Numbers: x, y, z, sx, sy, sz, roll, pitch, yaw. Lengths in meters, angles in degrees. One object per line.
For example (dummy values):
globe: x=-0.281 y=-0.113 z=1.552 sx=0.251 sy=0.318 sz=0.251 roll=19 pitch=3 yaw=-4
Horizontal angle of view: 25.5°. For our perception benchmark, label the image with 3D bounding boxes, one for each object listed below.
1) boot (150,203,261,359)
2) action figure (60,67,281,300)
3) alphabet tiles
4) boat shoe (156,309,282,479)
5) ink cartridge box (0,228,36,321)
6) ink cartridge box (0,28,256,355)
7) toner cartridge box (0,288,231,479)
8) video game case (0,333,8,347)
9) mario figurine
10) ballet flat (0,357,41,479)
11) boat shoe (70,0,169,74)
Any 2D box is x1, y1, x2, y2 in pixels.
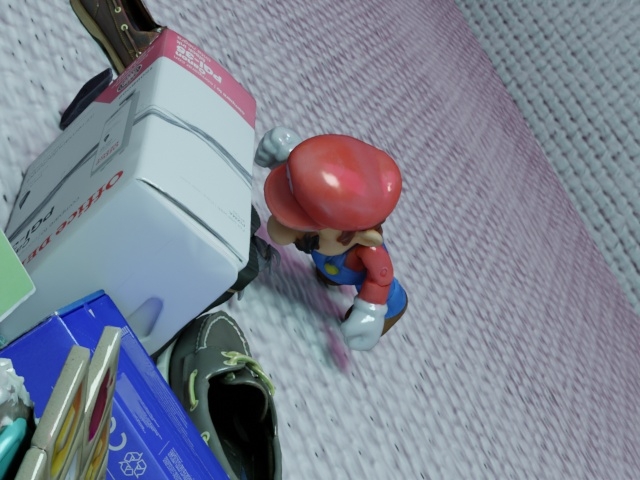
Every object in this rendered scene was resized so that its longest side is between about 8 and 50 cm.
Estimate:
boot: x=-0.127 y=0.018 z=1.309 sx=0.077 sy=0.137 sz=0.198 roll=41 pitch=18 yaw=-17
action figure: x=-0.135 y=-0.052 z=1.458 sx=0.285 sy=0.099 sz=0.185 roll=43 pitch=12 yaw=-30
alphabet tiles: x=-0.153 y=0.219 z=0.664 sx=0.011 sy=0.285 sz=0.343 roll=15 pitch=48 yaw=1
boat shoe: x=-0.080 y=0.154 z=1.219 sx=0.109 sy=0.091 sz=0.305 roll=41 pitch=23 yaw=-24
ink cartridge box: x=-0.319 y=-0.016 z=0.980 sx=0.171 sy=0.056 sz=0.235 roll=-46 pitch=121 yaw=-42
ink cartridge box: x=-0.163 y=-0.025 z=1.189 sx=0.117 sy=0.207 sz=0.283 roll=41 pitch=22 yaw=-22
toner cartridge box: x=-0.100 y=0.204 z=0.990 sx=0.348 sy=0.075 sz=0.165 roll=57 pitch=2 yaw=-1
video game case: x=-0.208 y=0.136 z=1.026 sx=0.143 sy=0.019 sz=0.157 roll=49 pitch=6 yaw=-17
mario figurine: x=0.000 y=0.000 z=1.557 sx=0.198 sy=0.170 sz=0.320 roll=23 pitch=-21 yaw=21
ballet flat: x=-0.205 y=0.136 z=0.736 sx=0.147 sy=0.147 sz=0.409 roll=58 pitch=-19 yaw=20
boat shoe: x=-0.207 y=-0.226 z=1.638 sx=0.207 sy=0.073 sz=0.073 roll=53 pitch=19 yaw=2
